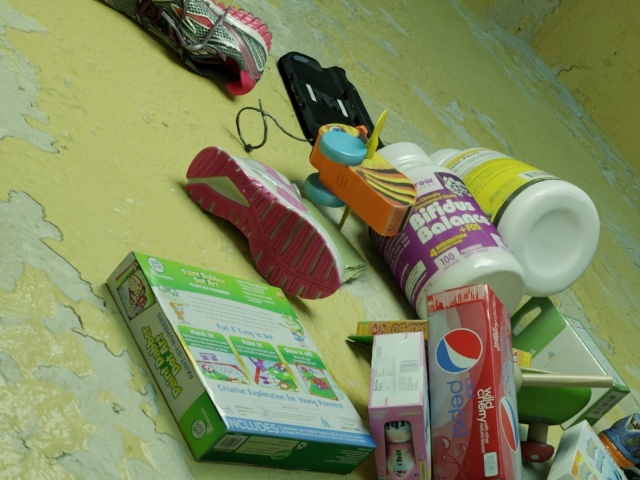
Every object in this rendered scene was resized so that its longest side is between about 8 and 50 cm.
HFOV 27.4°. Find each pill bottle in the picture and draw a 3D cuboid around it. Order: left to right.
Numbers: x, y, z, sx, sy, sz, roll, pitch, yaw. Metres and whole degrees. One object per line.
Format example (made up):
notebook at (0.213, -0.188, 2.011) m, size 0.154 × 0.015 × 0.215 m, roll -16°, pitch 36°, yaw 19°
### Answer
pill bottle at (0.170, -0.007, 1.991) m, size 0.169 × 0.169 × 0.302 m, roll 20°, pitch 30°, yaw -46°
pill bottle at (0.287, -0.044, 2.158) m, size 0.188 × 0.188 × 0.334 m, roll 30°, pitch 2°, yaw -31°

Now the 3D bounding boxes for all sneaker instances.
sneaker at (-0.209, -0.336, 2.035) m, size 0.299 × 0.121 × 0.112 m, roll 26°, pitch 56°, yaw -21°
sneaker at (-0.055, -0.030, 1.720) m, size 0.252 × 0.103 × 0.111 m, roll 48°, pitch 23°, yaw 11°
sneaker at (0.530, 0.321, 2.118) m, size 0.221 × 0.087 × 0.083 m, roll 11°, pitch 38°, yaw -54°

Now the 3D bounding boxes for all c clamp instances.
c clamp at (0.487, 0.393, 1.893) m, size 0.137 × 0.022 × 0.161 m, roll 44°, pitch -18°, yaw 41°

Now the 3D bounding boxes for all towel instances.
towel at (0.000, 0.000, 1.870) m, size 0.148 × 0.027 × 0.110 m, roll 47°, pitch 22°, yaw 10°

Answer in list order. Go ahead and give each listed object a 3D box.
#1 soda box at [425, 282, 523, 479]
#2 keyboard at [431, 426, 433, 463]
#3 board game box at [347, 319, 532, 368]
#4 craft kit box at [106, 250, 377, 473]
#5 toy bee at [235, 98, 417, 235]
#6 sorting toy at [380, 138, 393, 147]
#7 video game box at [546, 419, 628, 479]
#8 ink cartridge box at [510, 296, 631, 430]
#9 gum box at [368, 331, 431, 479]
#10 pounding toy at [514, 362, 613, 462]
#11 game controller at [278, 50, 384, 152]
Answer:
soda box at (0.183, 0.186, 1.561) m, size 0.092 × 0.083 × 0.263 m, roll 49°, pitch 34°, yaw -48°
keyboard at (0.168, 0.314, 1.580) m, size 0.072 × 0.014 × 0.256 m, roll 36°, pitch 22°, yaw -18°
board game box at (0.161, 0.143, 1.766) m, size 0.259 × 0.124 × 0.039 m, roll 17°, pitch 74°, yaw -46°
craft kit box at (-0.084, 0.134, 1.419) m, size 0.249 × 0.061 × 0.247 m, roll 18°, pitch 35°, yaw -49°
toy bee at (0.045, -0.128, 1.947) m, size 0.162 × 0.195 × 0.298 m, roll -22°, pitch 71°, yaw -48°
sorting toy at (0.143, -0.157, 2.456) m, size 0.083 × 0.012 × 0.062 m, roll 51°, pitch 17°, yaw 29°
video game box at (0.388, 0.361, 1.796) m, size 0.187 × 0.048 × 0.205 m, roll 53°, pitch 21°, yaw 0°
ink cartridge box at (0.381, 0.190, 2.074) m, size 0.062 × 0.109 × 0.209 m, roll 19°, pitch 31°, yaw -48°
gum box at (0.094, 0.196, 1.527) m, size 0.188 × 0.062 × 0.107 m, roll -78°, pitch 162°, yaw -67°
pounding toy at (0.277, 0.236, 1.775) m, size 0.182 × 0.110 × 0.237 m, roll 10°, pitch -14°, yaw -3°
game controller at (0.019, -0.228, 2.327) m, size 0.166 × 0.067 × 0.319 m, roll 15°, pitch 31°, yaw -25°
